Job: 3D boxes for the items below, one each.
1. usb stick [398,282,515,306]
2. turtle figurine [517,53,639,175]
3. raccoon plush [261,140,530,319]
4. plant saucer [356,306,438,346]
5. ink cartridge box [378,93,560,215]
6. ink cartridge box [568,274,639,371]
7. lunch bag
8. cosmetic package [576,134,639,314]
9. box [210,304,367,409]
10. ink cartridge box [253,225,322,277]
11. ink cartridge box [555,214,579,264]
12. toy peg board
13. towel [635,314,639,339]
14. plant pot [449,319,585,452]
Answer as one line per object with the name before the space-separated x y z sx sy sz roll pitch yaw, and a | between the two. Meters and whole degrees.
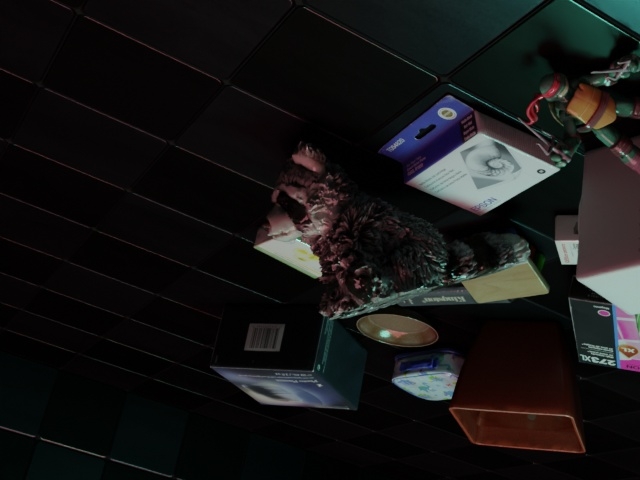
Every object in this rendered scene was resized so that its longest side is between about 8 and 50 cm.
usb stick | 0.279 0.110 1.989 0.277 0.045 0.077 -4 151 30
turtle figurine | 0.384 -0.182 1.284 0.234 0.118 0.175 20 112 -20
raccoon plush | 0.118 -0.042 1.635 0.446 0.299 0.216 -11 169 -31
plant saucer | 0.186 0.203 2.227 0.198 0.036 0.199 9 154 5
ink cartridge box | 0.238 -0.131 1.519 0.223 0.045 0.223 22 153 -19
ink cartridge box | 0.619 0.195 1.913 0.175 0.069 0.371 7 152 24
lunch bag | 0.305 0.345 2.401 0.176 0.090 0.219 30 149 -34
cosmetic package | 0.602 -0.056 1.307 0.161 0.230 0.453 30 150 -34
box | -0.073 0.304 2.380 0.296 0.183 0.294 -1 153 26
ink cartridge box | 0.000 0.000 1.878 0.171 0.056 0.235 29 152 -30
ink cartridge box | 0.494 0.000 1.660 0.135 0.056 0.099 -1 152 23
toy peg board | 0.343 0.033 1.794 0.161 0.079 0.161 -13 129 40
towel | 0.723 0.169 1.732 0.247 0.038 0.325 -7 147 21
plant pot | 0.466 0.326 2.129 0.267 0.236 0.267 0 151 23
